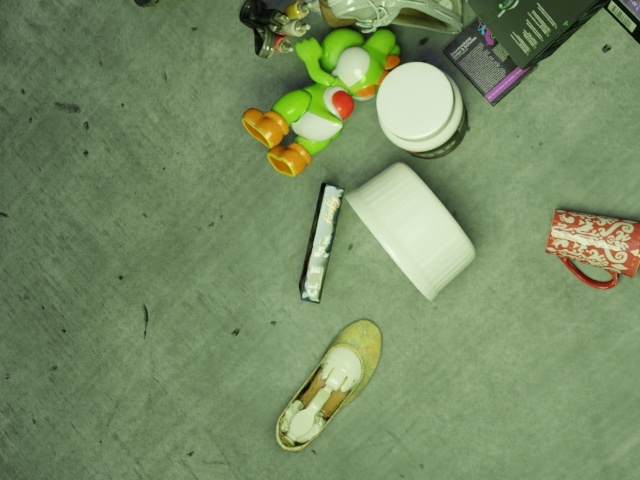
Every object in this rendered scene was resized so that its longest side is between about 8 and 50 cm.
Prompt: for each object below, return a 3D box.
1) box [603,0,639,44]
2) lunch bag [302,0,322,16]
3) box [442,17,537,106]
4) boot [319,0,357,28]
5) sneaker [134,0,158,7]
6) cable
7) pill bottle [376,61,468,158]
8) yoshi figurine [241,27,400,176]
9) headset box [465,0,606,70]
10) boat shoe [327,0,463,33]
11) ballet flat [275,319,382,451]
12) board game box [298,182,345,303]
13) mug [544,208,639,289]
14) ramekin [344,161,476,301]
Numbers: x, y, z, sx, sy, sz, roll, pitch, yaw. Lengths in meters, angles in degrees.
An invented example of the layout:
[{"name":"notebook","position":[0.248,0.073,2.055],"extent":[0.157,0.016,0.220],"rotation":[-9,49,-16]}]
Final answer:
[{"name":"box","position":[0.654,-0.495,1.239],"extent":[0.207,0.108,0.153],"rotation":[-43,81,13]},{"name":"lunch bag","position":[0.007,-0.534,1.447],"extent":[0.083,0.053,0.071],"rotation":[41,96,14]},{"name":"box","position":[0.351,-0.377,1.370],"extent":[0.116,0.029,0.162],"rotation":[-41,83,12]},{"name":"boot","position":[0.119,-0.567,1.392],"extent":[0.305,0.115,0.112],"rotation":[-38,71,-8]},{"name":"sneaker","position":[-0.343,-0.610,1.533],"extent":[0.228,0.130,0.087],"rotation":[-18,92,43]},{"name":"cable","position":[-0.111,-0.452,1.407],"extent":[0.072,0.287,0.139],"rotation":[24,96,-30]},{"name":"pill bottle","position":[0.200,-0.248,1.284],"extent":[0.161,0.283,0.161],"rotation":[1,92,16]},{"name":"yoshi figurine","position":[0.003,-0.316,1.382],"extent":[0.362,0.203,0.203],"rotation":[-44,87,-9]},{"name":"headset box","position":[0.413,-0.499,1.229],"extent":[0.246,0.131,0.283],"rotation":[53,145,7]},{"name":"boat shoe","position":[0.160,-0.459,1.302],"extent":[0.118,0.321,0.103],"rotation":[-2,99,55]},{"name":"ballet flat","position":[0.015,0.330,1.447],"extent":[0.123,0.123,0.348],"rotation":[38,101,11]},{"name":"board game box","position":[0.000,0.000,1.410],"extent":[0.042,0.165,0.243],"rotation":[12,95,-4]},{"name":"mug","position":[0.534,0.016,1.294],"extent":[0.169,0.113,0.150],"rotation":[15,94,18]},{"name":"ramekin","position":[0.185,-0.025,1.310],"extent":[0.135,0.277,0.277],"rotation":[-39,82,6]}]
